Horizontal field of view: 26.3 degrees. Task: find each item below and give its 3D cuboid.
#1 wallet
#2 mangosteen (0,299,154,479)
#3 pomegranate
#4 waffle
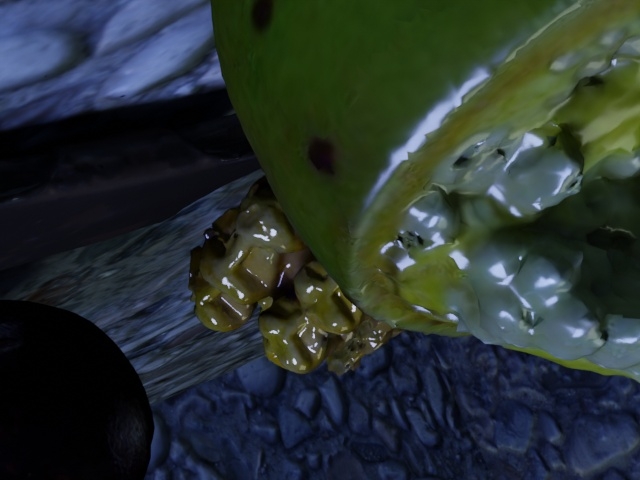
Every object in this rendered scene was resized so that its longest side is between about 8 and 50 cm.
[{"bbox_3d":[-0.160,-0.019,0.784,0.165,0.042,0.310,-30,171,41],"label":"wallet"},{"bbox_3d":[-0.245,0.182,0.974,0.233,0.287,0.287,8,155,-29],"label":"mangosteen"},{"bbox_3d":[0.112,-0.100,0.431,0.340,0.260,0.260,-47,167,18],"label":"pomegranate"},{"bbox_3d":[0.038,-0.001,1.111,0.261,0.151,0.324,-42,171,6],"label":"waffle"}]
